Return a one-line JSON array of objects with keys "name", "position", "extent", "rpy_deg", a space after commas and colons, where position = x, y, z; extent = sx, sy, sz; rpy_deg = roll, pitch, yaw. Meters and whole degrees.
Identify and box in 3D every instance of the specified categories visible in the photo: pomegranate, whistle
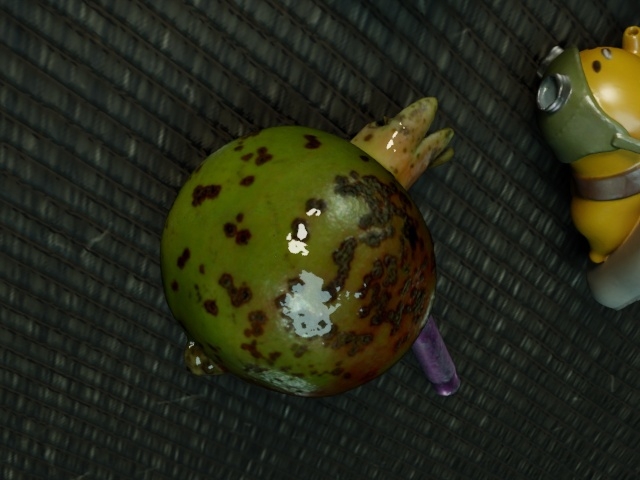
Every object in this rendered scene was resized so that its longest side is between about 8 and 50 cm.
[{"name": "pomegranate", "position": [0.002, 0.002, 0.563], "extent": [0.246, 0.198, 0.198], "rpy_deg": [-38, 136, -39]}, {"name": "whistle", "position": [0.092, 0.082, 0.712], "extent": [0.033, 0.033, 0.177], "rpy_deg": [-26, 125, 3]}]

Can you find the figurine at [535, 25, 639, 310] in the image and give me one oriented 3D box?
[{"name": "figurine", "position": [0.217, -0.056, 0.607], "extent": [0.141, 0.167, 0.250], "rpy_deg": [17, 133, 2]}]
